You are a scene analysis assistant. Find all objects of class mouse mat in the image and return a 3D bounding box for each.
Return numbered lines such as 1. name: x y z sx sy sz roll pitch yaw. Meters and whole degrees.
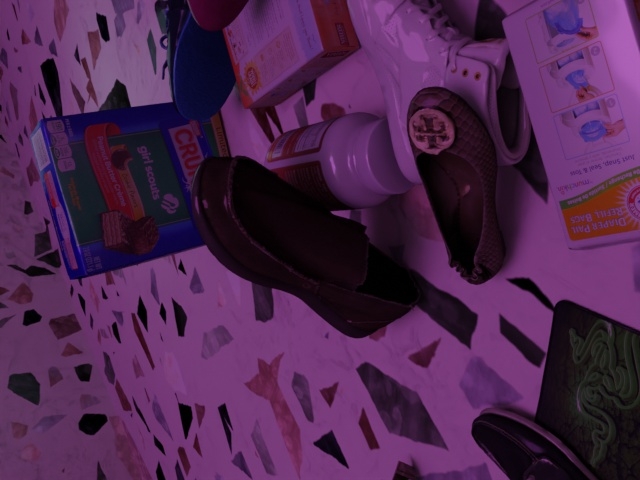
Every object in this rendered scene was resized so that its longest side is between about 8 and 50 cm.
1. mouse mat: 0.296 0.170 0.653 0.152 0.007 0.190 27 124 47

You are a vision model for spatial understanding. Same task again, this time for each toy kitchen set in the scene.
1. toy kitchen set: 0.138 0.363 0.906 0.075 0.083 0.068 -7 55 55

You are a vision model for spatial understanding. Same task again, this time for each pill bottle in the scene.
1. pill bottle: 0.028 -0.099 0.824 0.216 0.121 0.121 0 103 55

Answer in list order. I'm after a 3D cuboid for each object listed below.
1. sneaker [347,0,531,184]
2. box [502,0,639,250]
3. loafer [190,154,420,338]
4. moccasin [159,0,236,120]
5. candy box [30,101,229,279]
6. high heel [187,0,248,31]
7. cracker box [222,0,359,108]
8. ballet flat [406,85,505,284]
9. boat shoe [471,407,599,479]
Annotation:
1. sneaker: 0.133 -0.210 0.657 0.169 0.108 0.293 -3 110 54
2. box: 0.247 -0.107 0.513 0.103 0.114 0.203 -15 91 55
3. loafer: 0.000 0.000 0.781 0.130 0.366 0.134 -21 51 34
4. moccasin: -0.189 -0.374 1.042 0.116 0.137 0.342 33 115 50
5. candy box: -0.317 -0.099 1.142 0.122 0.317 0.268 -9 97 54
6. high heel: -0.068 -0.398 0.725 0.181 0.127 0.377 57 138 41
7. cracker box: -0.053 -0.302 0.906 0.232 0.067 0.156 -15 90 57
8. ballet flat: 0.140 -0.042 0.652 0.084 0.058 0.250 14 143 38
9. boat shoe: 0.250 0.276 0.695 0.233 0.079 0.084 42 141 39
